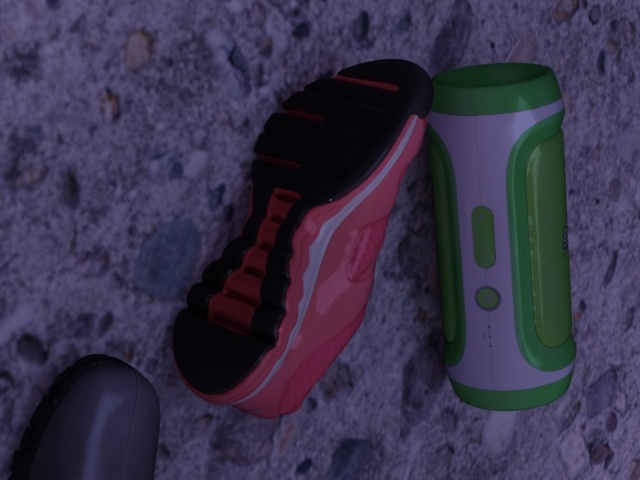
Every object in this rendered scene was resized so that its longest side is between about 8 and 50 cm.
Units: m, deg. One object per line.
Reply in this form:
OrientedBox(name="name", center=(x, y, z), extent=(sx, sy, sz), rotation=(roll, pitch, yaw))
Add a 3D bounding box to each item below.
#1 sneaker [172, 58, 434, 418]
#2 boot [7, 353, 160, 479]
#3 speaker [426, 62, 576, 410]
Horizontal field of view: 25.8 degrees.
OrientedBox(name="sneaker", center=(-0.001, 0.000, 1.116), extent=(0.314, 0.116, 0.136), rotation=(-60, 144, -10))
OrientedBox(name="boot", center=(-0.117, 0.260, 0.940), extent=(0.118, 0.222, 0.338), rotation=(9, 91, -46))
OrientedBox(name="speaker", center=(0.163, -0.003, 1.256), extent=(0.131, 0.131, 0.297), rotation=(-22, 113, -42))
